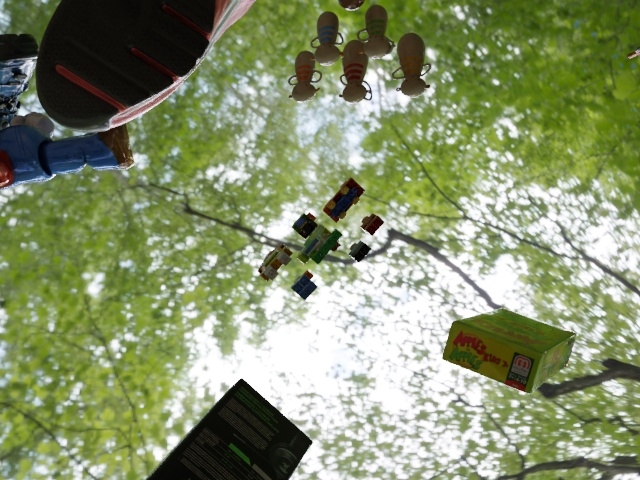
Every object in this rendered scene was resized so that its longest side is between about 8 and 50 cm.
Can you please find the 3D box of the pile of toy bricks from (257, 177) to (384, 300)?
[{"bbox_3d":[0.000,0.000,1.126,0.212,0.118,0.105,-48,-163,-1],"label":"pile of toy bricks"}]

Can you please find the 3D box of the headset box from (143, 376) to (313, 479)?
[{"bbox_3d":[-0.163,0.335,0.832,0.131,0.283,0.246,41,-65,3],"label":"headset box"}]

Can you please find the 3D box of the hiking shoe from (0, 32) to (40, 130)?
[{"bbox_3d":[-0.513,-0.205,1.088,0.304,0.113,0.132,-33,-94,36],"label":"hiking shoe"}]

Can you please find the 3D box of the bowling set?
[{"bbox_3d":[0.052,-0.363,1.285,0.287,0.199,0.154,-8,-124,15],"label":"bowling set"}]

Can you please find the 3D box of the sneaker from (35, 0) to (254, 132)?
[{"bbox_3d":[-0.115,-0.208,0.615,0.116,0.136,0.313,39,-99,1],"label":"sneaker"}]

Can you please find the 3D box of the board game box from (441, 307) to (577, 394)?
[{"bbox_3d":[0.208,0.113,0.738,0.092,0.181,0.043,19,-81,29],"label":"board game box"}]

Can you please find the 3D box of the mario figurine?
[{"bbox_3d":[-0.419,-0.128,0.892,0.321,0.198,0.170,-17,-108,-21],"label":"mario figurine"}]

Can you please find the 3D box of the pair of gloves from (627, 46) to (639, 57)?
[{"bbox_3d":[0.404,-0.229,0.788,0.083,0.074,0.010,-13,-88,-5],"label":"pair of gloves"}]
